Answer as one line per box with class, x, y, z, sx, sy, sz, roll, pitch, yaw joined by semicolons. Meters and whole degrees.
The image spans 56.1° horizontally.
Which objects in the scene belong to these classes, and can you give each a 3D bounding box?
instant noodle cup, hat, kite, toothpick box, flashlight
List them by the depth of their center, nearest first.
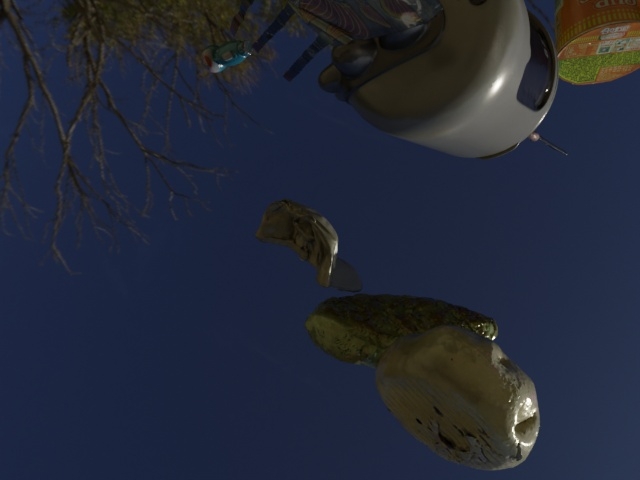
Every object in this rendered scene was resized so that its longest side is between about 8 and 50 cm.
kite;-0.012;-0.159;0.410;0.127;0.229;0.016;42;-105;-12
toothpick box;0.134;-0.206;0.695;0.228;0.316;0.229;2;-86;30
instant noodle cup;0.461;-0.385;1.001;0.168;0.168;0.185;-6;-110;17
flashlight;-0.168;-0.338;1.087;0.129;0.051;0.051;-1;-105;46
hat;0.000;0.000;1.230;0.214;0.244;0.149;34;-69;31

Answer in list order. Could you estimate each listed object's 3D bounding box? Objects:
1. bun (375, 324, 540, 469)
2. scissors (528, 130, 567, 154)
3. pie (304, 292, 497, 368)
bun;0.225;0.248;0.977;0.272;0.273;0.168;26;-129;22
scissors;0.468;-0.246;1.360;0.024;0.317;0.160;-59;-144;20
pie;0.174;0.203;1.328;0.417;0.395;0.181;12;-90;0
